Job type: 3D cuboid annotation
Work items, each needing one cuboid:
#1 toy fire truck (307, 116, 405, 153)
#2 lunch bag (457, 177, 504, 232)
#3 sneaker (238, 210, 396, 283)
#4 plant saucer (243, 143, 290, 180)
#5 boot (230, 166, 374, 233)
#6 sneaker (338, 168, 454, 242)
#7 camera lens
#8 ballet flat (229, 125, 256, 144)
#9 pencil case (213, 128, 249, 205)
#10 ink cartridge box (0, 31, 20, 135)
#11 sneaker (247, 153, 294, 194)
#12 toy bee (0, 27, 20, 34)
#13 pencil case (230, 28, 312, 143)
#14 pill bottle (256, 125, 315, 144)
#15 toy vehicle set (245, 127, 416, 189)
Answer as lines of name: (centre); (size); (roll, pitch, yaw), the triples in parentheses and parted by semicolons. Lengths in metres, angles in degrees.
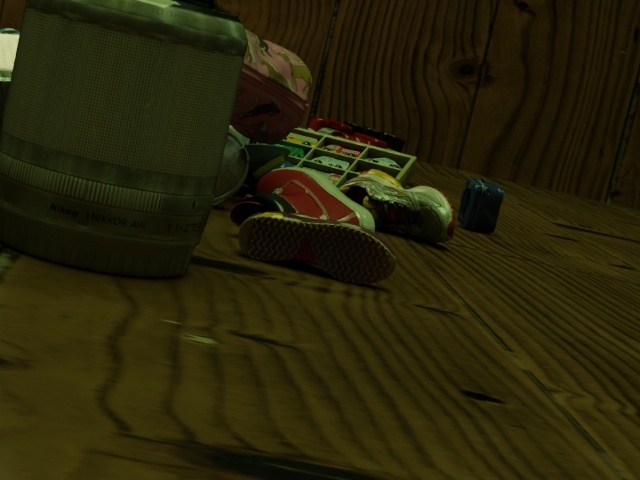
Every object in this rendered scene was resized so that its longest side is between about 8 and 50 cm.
toy fire truck: (0.012, -0.184, 2.604); (0.246, 0.159, 0.217); (20, 3, -34)
lunch bag: (0.287, -0.067, 2.300); (0.065, 0.099, 0.067); (8, 14, -14)
sneaker: (0.000, 0.000, 1.477); (0.185, 0.070, 0.084); (15, 13, 5)
plant saucer: (-0.144, -0.122, 2.070); (0.194, 0.038, 0.195); (-5, -5, 0)
boot: (-0.063, -0.048, 1.670); (0.176, 0.088, 0.244); (6, 14, -33)
sneaker: (0.117, -0.043, 1.988); (0.225, 0.088, 0.092); (20, 31, 41)
camera lens: (-0.201, -0.121, 1.255); (0.219, 0.274, 0.219); (13, 8, -2)
ballet flat: (-0.187, -0.182, 2.091); (0.096, 0.095, 0.280); (18, 0, 44)
pencil case: (-0.228, -0.135, 1.861); (0.113, 0.124, 0.273); (-36, 34, -29)
ink cartridge box: (-0.442, -0.196, 1.680); (0.282, 0.117, 0.207); (2, 25, -18)
sneaker: (-0.066, -0.080, 2.003); (0.082, 0.069, 0.209); (56, -6, 1)
toy bee: (-0.481, -0.315, 2.182); (0.162, 0.298, 0.195); (25, 20, -34)
pencil case: (-0.159, -0.256, 1.801); (0.160, 0.167, 0.386); (-25, -21, 21)
pill bottle: (-0.068, -0.168, 2.392); (0.193, 0.108, 0.108); (10, 8, -15)
toy vehicle set: (0.015, -0.125, 2.224); (0.266, 0.035, 0.166); (15, 37, 18)
